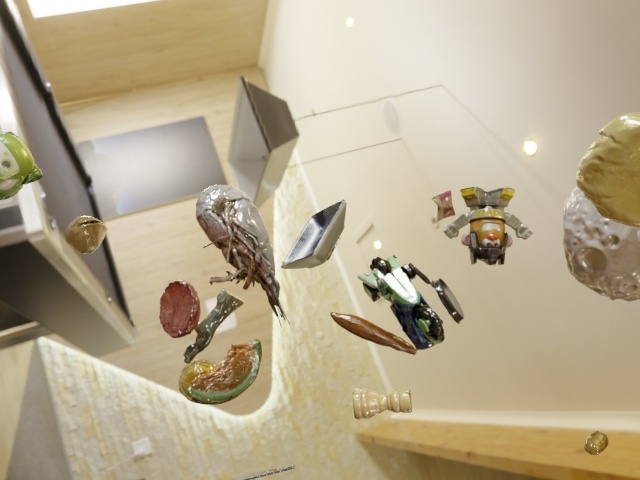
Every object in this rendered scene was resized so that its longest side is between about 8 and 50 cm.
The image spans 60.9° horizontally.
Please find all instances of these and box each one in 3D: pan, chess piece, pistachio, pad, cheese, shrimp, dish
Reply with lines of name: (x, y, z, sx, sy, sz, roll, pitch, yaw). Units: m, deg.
pan: (0.304, 0.126, 1.404, 0.235, 0.028, 0.136, 43, 21, -29)
chess piece: (0.135, 0.350, 1.173, 0.066, 0.122, 0.066, -5, 90, -78)
pistachio: (-0.732, -0.021, 1.704, 0.108, 0.126, 0.185, 71, -22, 10)
pad: (-0.234, 0.665, 1.511, 0.269, 0.269, 0.012, -45, -127, 55)
cheese: (0.622, -0.129, 1.044, 0.226, 0.117, 0.213, 29, -60, 17)
shrimp: (-0.158, 0.033, 1.139, 0.116, 0.145, 0.342, -38, -105, 42)
dish: (0.000, 0.000, 1.688, 0.080, 0.243, 0.182, 44, -37, -18)

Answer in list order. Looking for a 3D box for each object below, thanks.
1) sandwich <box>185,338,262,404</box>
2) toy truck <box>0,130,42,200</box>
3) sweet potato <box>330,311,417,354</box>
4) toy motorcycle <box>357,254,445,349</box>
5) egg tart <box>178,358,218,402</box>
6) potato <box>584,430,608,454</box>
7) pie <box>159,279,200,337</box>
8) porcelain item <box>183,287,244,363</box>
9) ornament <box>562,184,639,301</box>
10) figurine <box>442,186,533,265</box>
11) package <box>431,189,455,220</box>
sandwich: (-0.137, 0.206, 0.833, 0.067, 0.135, 0.029, 55, -23, -9)
toy truck: (-0.844, -0.172, 1.373, 0.187, 0.210, 0.148, -25, -79, 36)
sweet potato: (0.147, 0.259, 1.519, 0.265, 0.057, 0.057, 25, -27, 4)
toy motorcycle: (0.235, 0.174, 1.482, 0.331, 0.125, 0.196, 50, -16, 46)
egg tart: (-0.326, 0.392, 1.497, 0.049, 0.129, 0.128, -174, -112, -74)
potato: (0.755, 0.556, 1.493, 0.051, 0.083, 0.040, 17, -53, 50)
pie: (-0.352, 0.169, 1.363, 0.155, 0.036, 0.154, -8, -102, 39)
porcelain item: (-0.294, 0.230, 1.443, 0.069, 0.215, 0.081, 38, -10, -19)
ornament: (0.757, -0.020, 1.314, 0.337, 0.337, 0.336, 164, -90, -73)
figurine: (0.603, -0.048, 1.960, 0.143, 0.309, 0.308, 11, 55, -63)
package: (0.350, -0.096, 1.543, 0.029, 0.059, 0.083, -115, -175, -62)
